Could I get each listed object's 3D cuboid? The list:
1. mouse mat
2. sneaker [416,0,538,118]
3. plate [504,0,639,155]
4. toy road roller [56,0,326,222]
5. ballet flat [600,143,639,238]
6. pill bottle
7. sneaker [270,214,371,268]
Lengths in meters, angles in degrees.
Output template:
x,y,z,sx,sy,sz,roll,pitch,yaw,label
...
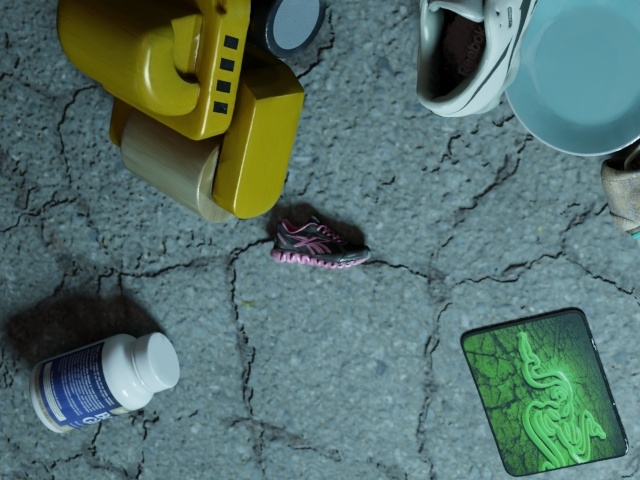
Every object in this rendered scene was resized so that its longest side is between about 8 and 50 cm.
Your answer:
x,y,z,sx,sy,sz,roll,pitch,yaw,label
0.256,0.177,2.078,0.152,0.007,0.190,-15,106,22,mouse mat
0.172,-0.279,1.846,0.122,0.146,0.330,16,106,19,sneaker
0.281,-0.183,1.909,0.188,0.024,0.188,5,102,24,plate
-0.161,-0.176,1.924,0.202,0.240,0.329,31,122,32,toy road roller
0.425,-0.107,1.864,0.316,0.107,0.106,-27,92,23,ballet flat
-0.259,0.167,2.191,0.169,0.094,0.094,-20,103,24,pill bottle
0.000,0.000,2.076,0.119,0.047,0.057,6,100,15,sneaker
